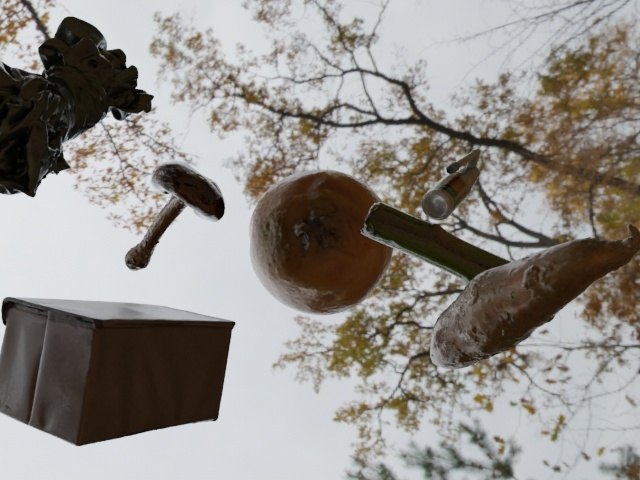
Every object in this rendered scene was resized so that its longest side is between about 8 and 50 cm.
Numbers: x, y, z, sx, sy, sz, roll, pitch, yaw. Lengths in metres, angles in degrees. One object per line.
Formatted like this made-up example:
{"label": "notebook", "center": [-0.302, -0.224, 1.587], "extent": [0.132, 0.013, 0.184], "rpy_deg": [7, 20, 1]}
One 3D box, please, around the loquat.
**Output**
{"label": "loquat", "center": [0.000, 0.000, 1.230], "extent": [0.329, 0.329, 0.327], "rpy_deg": [3, -94, -45]}

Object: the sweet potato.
{"label": "sweet potato", "center": [0.138, 0.043, 0.409], "extent": [0.060, 0.206, 0.068], "rpy_deg": [44, -128, 1]}

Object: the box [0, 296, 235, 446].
{"label": "box", "center": [-0.272, 0.167, 0.775], "extent": [0.252, 0.189, 0.153], "rpy_deg": [18, -101, -61]}

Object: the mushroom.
{"label": "mushroom", "center": [-0.274, -0.030, 1.011], "extent": [0.148, 0.227, 0.217], "rpy_deg": [34, -93, -13]}

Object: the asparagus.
{"label": "asparagus", "center": [0.195, 0.017, 0.884], "extent": [0.278, 0.060, 0.067], "rpy_deg": [26, -78, -4]}

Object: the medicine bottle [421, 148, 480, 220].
{"label": "medicine bottle", "center": [0.267, -0.117, 1.117], "extent": [0.221, 0.061, 0.092], "rpy_deg": [-37, -38, -52]}

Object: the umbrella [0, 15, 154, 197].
{"label": "umbrella", "center": [-0.320, -0.147, 0.641], "extent": [0.143, 0.094, 0.348], "rpy_deg": [37, -144, -7]}
